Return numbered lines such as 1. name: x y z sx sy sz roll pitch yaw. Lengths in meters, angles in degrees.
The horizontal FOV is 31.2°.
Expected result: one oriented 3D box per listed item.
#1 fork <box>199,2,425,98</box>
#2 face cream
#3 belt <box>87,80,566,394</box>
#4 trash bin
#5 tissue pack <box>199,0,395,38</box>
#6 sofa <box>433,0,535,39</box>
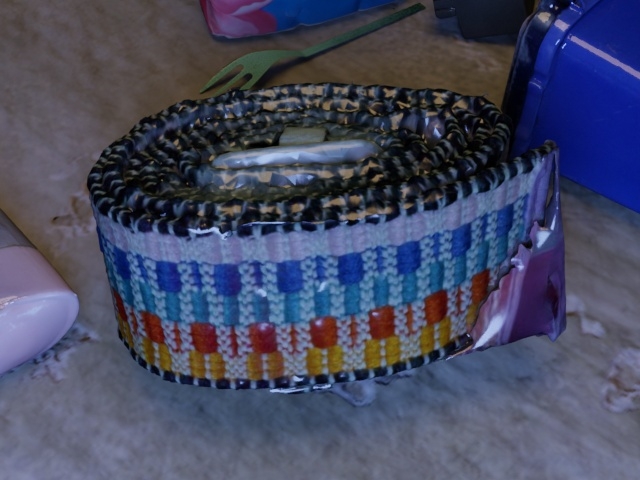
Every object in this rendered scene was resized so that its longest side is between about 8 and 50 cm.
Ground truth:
1. fork: -0.002 -0.177 1.022 0.235 0.021 0.039 -28 57 -22
2. face cream: -0.289 -0.007 0.837 0.107 0.073 0.269 -34 56 -22
3. belt: 0.000 0.000 0.777 0.295 0.160 0.206 -8 31 -9
4. trash bin: 0.267 -0.105 0.856 0.235 0.184 0.162 35 59 21
5. tissue pack: -0.013 -0.322 0.985 0.209 0.269 0.137 -16 49 -14
6. sofa: 0.159 -0.246 1.066 0.085 0.060 0.147 -3 46 21
